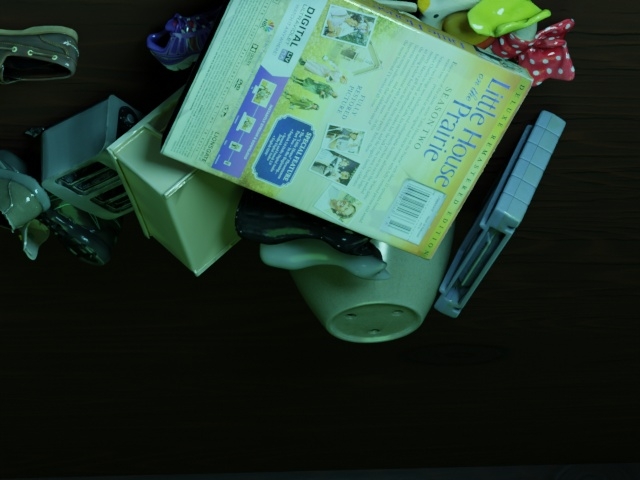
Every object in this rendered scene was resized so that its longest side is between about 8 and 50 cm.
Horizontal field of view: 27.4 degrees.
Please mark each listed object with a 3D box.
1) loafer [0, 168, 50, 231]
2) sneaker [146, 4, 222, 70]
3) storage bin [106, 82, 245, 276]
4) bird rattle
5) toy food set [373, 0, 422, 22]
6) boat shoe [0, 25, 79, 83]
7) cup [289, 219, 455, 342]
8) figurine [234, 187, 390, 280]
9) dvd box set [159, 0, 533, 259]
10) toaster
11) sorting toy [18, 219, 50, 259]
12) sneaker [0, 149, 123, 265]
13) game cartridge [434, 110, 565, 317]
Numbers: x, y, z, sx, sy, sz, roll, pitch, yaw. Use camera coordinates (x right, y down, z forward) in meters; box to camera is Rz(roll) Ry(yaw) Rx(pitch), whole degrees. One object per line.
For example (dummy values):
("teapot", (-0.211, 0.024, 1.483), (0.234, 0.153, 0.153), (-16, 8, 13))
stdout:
("loafer", (-0.542, -0.071, 2.080), (0.251, 0.087, 0.094), (9, 138, 36))
("sneaker", (-0.175, -0.290, 1.832), (0.170, 0.068, 0.071), (-23, 141, 32))
("storage bin", (-0.157, -0.117, 1.981), (0.260, 0.123, 0.262), (-42, 155, -16))
("bird rattle", (0.244, -0.310, 1.838), (0.207, 0.143, 0.253), (1, 166, 20))
("toy food set", (0.089, -0.303, 1.839), (0.132, 0.038, 0.192), (9, 161, 11))
("boat shoe", (-0.444, -0.256, 1.851), (0.207, 0.073, 0.073), (-5, 153, 5))
("cup", (0.084, 0.039, 2.295), (0.331, 0.237, 0.331), (-3, 152, -1))
("figurine", (0.000, 0.000, 1.994), (0.209, 0.092, 0.215), (15, 166, 18))
("dvd box set", (0.033, -0.177, 1.785), (0.420, 0.062, 0.307), (21, 115, -15))
("toaster", (-0.339, -0.128, 2.062), (0.185, 0.110, 0.168), (-21, 147, 29))
("sorting toy", (-0.508, -0.009, 2.295), (0.045, 0.075, 0.083), (-7, 151, 5))
("sneaker", (-0.437, -0.072, 2.180), (0.101, 0.106, 0.267), (0, 143, 50))
("game cartridge", (0.293, -0.041, 2.194), (0.068, 0.230, 0.355), (24, 149, 1))
